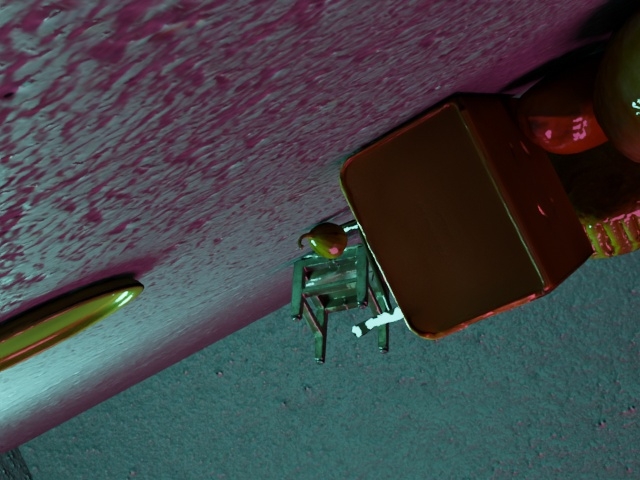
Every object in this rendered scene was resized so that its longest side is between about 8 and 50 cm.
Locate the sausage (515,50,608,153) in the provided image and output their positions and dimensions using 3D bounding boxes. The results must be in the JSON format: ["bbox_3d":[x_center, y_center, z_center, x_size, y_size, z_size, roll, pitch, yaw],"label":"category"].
[{"bbox_3d":[0.287,-0.148,1.203,0.238,0.098,0.098,-25,175,-45],"label":"sausage"}]

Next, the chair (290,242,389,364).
[{"bbox_3d":[0.040,0.063,2.002,0.136,0.147,0.270,-12,-137,17],"label":"chair"}]

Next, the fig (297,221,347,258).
[{"bbox_3d":[0.000,0.000,1.534,0.083,0.050,0.050,-2,158,-47],"label":"fig"}]

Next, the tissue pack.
[{"bbox_3d":[0.153,-0.026,1.149,0.145,0.194,0.274,-29,175,22],"label":"tissue pack"}]

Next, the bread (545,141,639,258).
[{"bbox_3d":[0.348,-0.101,1.345,0.253,0.227,0.142,-22,143,6],"label":"bread"}]

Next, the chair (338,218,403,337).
[{"bbox_3d":[0.163,-0.008,1.554,0.160,0.186,0.319,-15,171,-47],"label":"chair"}]

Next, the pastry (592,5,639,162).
[{"bbox_3d":[0.395,-0.184,1.011,0.356,0.164,0.356,-22,180,0],"label":"pastry"}]

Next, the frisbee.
[{"bbox_3d":[-0.273,0.091,1.086,0.236,0.017,0.236,-27,175,-2],"label":"frisbee"}]
